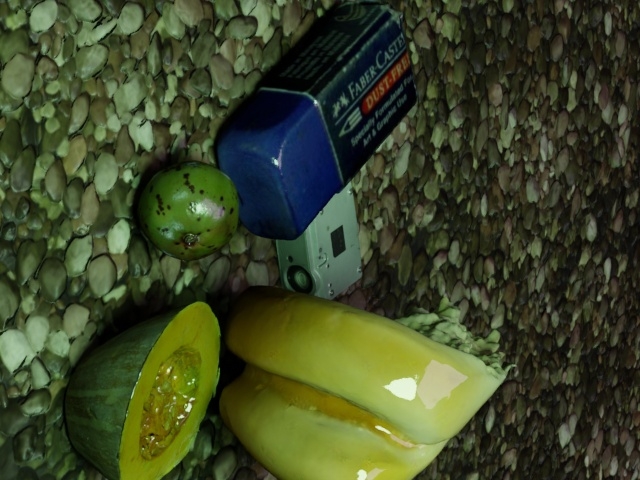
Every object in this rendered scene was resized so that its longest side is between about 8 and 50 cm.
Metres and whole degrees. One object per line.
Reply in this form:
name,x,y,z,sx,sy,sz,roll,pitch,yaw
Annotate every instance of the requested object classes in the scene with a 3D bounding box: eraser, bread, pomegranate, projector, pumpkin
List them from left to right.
pumpkin,-0.200,0.164,1.796,0.217,0.110,0.217,12,90,-71
pomegranate,-0.145,-0.046,1.830,0.142,0.114,0.114,-91,162,-45
projector,0.000,0.000,2.099,0.115,0.061,0.147,-34,124,-47
eraser,0.003,-0.156,2.026,0.332,0.101,0.155,-51,136,-40
bread,0.047,0.180,1.911,0.424,0.328,0.245,163,-69,-81
